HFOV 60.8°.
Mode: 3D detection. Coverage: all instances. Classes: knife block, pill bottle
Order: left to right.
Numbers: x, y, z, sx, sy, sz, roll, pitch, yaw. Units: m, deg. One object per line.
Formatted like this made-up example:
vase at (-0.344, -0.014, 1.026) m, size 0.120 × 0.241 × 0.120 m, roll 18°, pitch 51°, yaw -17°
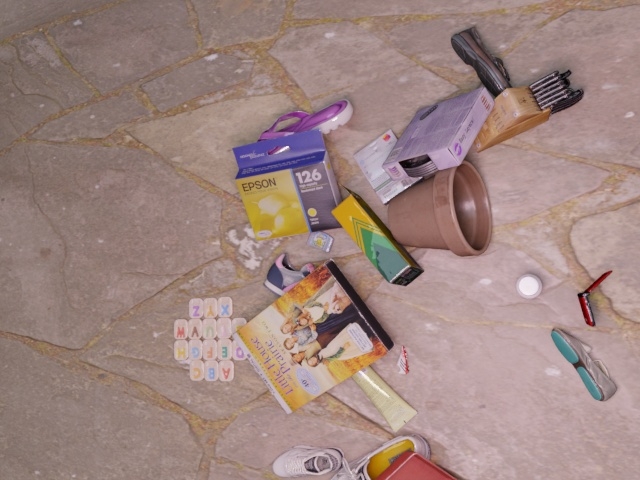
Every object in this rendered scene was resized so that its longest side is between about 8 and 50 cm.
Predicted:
knife block at (0.581, -0.362, 1.529) m, size 0.275 × 0.242 × 0.088 m, roll -45°, pitch 61°, yaw 59°
pill bottle at (0.554, 0.123, 1.449) m, size 0.067 × 0.120 × 0.067 m, roll -3°, pitch 83°, yaw 21°

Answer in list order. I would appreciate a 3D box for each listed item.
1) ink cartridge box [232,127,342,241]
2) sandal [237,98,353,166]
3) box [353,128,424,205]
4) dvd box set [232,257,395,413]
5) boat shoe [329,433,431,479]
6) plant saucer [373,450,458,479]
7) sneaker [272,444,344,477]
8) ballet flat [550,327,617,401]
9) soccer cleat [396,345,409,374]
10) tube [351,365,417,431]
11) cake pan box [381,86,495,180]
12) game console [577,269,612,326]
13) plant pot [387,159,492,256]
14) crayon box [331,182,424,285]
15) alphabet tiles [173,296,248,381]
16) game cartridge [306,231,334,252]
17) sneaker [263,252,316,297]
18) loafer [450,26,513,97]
ink cartridge box at (-0.102, -0.161, 1.682) m, size 0.303 × 0.072 × 0.307 m, roll -9°, pitch 117°, yaw 21°
sandal at (-0.096, -0.357, 1.728) m, size 0.416 × 0.102 × 0.169 m, roll -25°, pitch 32°, yaw 13°
box at (0.207, -0.223, 1.667) m, size 0.145 × 0.038 × 0.186 m, roll -35°, pitch 74°, yaw 13°
dvd box set at (-0.034, 0.290, 1.597) m, size 0.420 × 0.062 × 0.307 m, roll -38°, pitch 84°, yaw 28°
boat shoe at (0.129, 0.654, 1.507) m, size 0.367 × 0.156 × 0.136 m, roll -34°, pitch 54°, yaw 11°
plant saucer at (0.219, 0.683, 1.462) m, size 0.259 × 0.258 × 0.048 m, roll -45°, pitch 33°, yaw 3°
sneaker at (-0.048, 0.664, 1.629) m, size 0.235 × 0.095 × 0.090 m, roll -18°, pitch 79°, yaw 19°
ballet flat at (0.685, 0.311, 1.416) m, size 0.068 × 0.072 × 0.213 m, roll -27°, pitch 74°, yaw -13°
soccer cleat at (0.238, 0.350, 1.593) m, size 0.035 × 0.029 × 0.083 m, roll -8°, pitch 86°, yaw 16°
tube at (0.167, 0.442, 1.597) m, size 0.062 × 0.070 × 0.240 m, roll -34°, pitch 72°, yaw -32°
cake pan box at (0.318, -0.286, 1.492) m, size 0.246 × 0.070 × 0.267 m, roll -11°, pitch 39°, yaw 53°
game console at (0.703, 0.148, 1.377) m, size 0.085 × 0.144 × 0.124 m, roll -16°, pitch 78°, yaw 20°
plant pot at (0.317, -0.073, 1.512) m, size 0.229 × 0.263 × 0.263 m, roll -10°, pitch 80°, yaw 36°
crayon box at (0.153, -0.014, 1.577) m, size 0.081 × 0.202 × 0.318 m, roll -42°, pitch 70°, yaw 12°
alphabet tiles at (-0.369, 0.330, 1.830) m, size 0.284 × 0.021 × 0.278 m, roll -4°, pitch 82°, yaw 20°
game cartridge at (0.000, 0.000, 1.731) m, size 0.083 × 0.017 × 0.056 m, roll 20°, pitch 87°, yaw 22°
sneaker at (-0.025, 0.145, 1.672) m, size 0.319 × 0.112 × 0.131 m, roll 24°, pitch 95°, yaw 20°
loafer at (0.484, -0.516, 1.570) m, size 0.084 × 0.096 × 0.267 m, roll -34°, pitch 70°, yaw 3°
